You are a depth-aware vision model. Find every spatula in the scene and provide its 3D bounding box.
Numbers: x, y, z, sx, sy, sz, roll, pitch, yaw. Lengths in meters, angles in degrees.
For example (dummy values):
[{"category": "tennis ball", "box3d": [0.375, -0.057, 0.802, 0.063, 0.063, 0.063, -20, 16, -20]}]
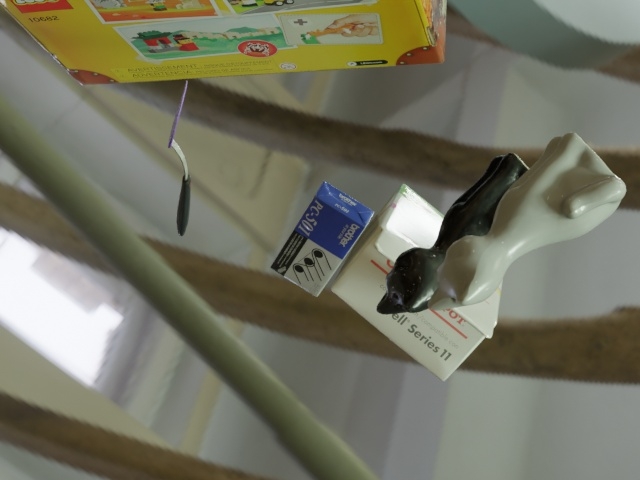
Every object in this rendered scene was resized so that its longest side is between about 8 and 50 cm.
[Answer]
[{"category": "spatula", "box3d": [-0.231, -0.123, 2.117, 0.084, 0.030, 0.296, -86, 178, -50]}]

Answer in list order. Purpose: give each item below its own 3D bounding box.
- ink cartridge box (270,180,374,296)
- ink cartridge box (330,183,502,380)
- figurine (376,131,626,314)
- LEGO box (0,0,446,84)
[{"category": "ink cartridge box", "box3d": [0.000, 0.000, 2.115, 0.207, 0.097, 0.046, -56, -178, 46]}, {"category": "ink cartridge box", "box3d": [0.139, 0.061, 1.786, 0.119, 0.207, 0.353, -51, -179, 18]}, {"category": "figurine", "box3d": [0.163, 0.001, 1.240, 0.209, 0.092, 0.215, -40, -173, -16]}, {"category": "LEGO box", "box3d": [-0.121, -0.352, 1.500, 0.501, 0.372, 0.193, -2, -108, 13]}]
